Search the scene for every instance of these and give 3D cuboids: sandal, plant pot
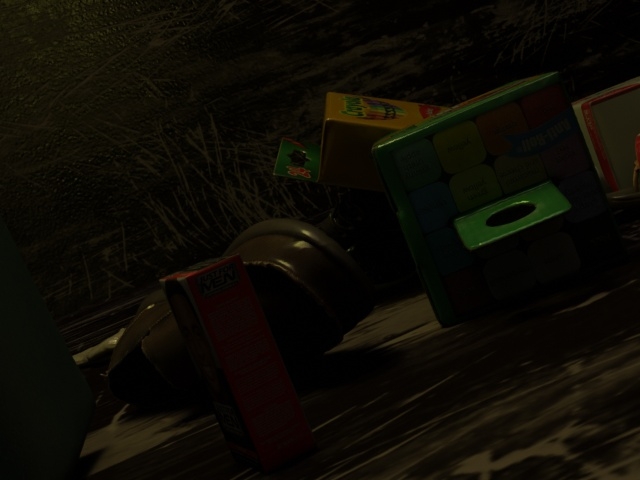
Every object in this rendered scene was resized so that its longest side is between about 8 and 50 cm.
[{"bbox_3d":[0.392,-0.084,1.006,0.219,0.060,0.090,-22,5,-10],"label":"sandal"},{"bbox_3d":[-0.334,0.140,0.696,0.247,0.248,0.252,-22,23,-4],"label":"plant pot"}]

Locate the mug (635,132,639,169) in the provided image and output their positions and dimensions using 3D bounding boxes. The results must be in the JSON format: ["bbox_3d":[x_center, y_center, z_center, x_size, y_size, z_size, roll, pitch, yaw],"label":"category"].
[{"bbox_3d":[0.390,-0.092,0.840,0.169,0.113,0.150,-23,12,34],"label":"mug"}]

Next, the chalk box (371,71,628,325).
[{"bbox_3d":[0.159,-0.044,0.867,0.180,0.179,0.289,-22,5,5],"label":"chalk box"}]

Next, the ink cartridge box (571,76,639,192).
[{"bbox_3d":[0.389,-0.132,1.147,0.128,0.127,0.176,-21,4,3],"label":"ink cartridge box"}]

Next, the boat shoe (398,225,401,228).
[{"bbox_3d":[0.149,-0.054,1.377,0.120,0.122,0.324,-19,5,-8],"label":"boat shoe"}]

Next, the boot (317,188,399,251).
[{"bbox_3d":[0.000,0.000,1.167,0.263,0.091,0.229,-22,-16,-34],"label":"boot"}]

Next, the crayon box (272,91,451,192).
[{"bbox_3d":[0.108,-0.114,1.113,0.318,0.081,0.202,7,18,-2],"label":"crayon box"}]

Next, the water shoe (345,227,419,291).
[{"bbox_3d":[0.116,0.019,1.141,0.203,0.073,0.080,-24,-23,-7],"label":"water shoe"}]

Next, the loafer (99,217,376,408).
[{"bbox_3d":[-0.088,0.096,0.867,0.366,0.134,0.130,-30,20,49],"label":"loafer"}]

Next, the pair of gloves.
[{"bbox_3d":[-0.293,0.145,1.524,0.204,0.042,0.240,-16,8,47],"label":"pair of gloves"}]

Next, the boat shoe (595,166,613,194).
[{"bbox_3d":[0.295,-0.064,1.157,0.076,0.080,0.228,-38,8,2],"label":"boat shoe"}]

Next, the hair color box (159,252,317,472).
[{"bbox_3d":[-0.058,0.083,0.631,0.043,0.141,0.072,-23,5,-24],"label":"hair color box"}]
